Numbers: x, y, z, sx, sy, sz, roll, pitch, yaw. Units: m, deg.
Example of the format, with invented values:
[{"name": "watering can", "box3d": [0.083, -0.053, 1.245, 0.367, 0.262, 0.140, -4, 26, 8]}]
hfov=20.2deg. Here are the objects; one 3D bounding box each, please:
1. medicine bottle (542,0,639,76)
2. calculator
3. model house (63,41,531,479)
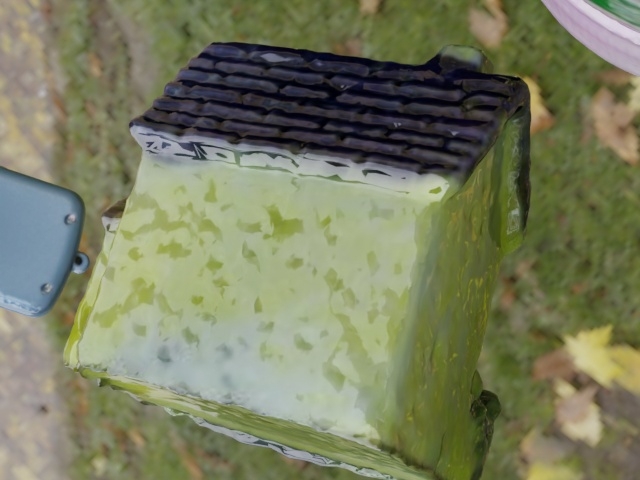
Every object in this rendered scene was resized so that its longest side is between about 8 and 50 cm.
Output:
[{"name": "medicine bottle", "box3d": [0.152, -0.176, 0.626, 0.212, 0.212, 0.325, 37, -178, 10]}, {"name": "calculator", "box3d": [-0.303, -0.010, 1.578, 0.210, 0.121, 0.039, 18, 176, -4]}, {"name": "model house", "box3d": [0.000, 0.000, 0.901, 0.194, 0.211, 0.170, 11, 169, 27]}]
